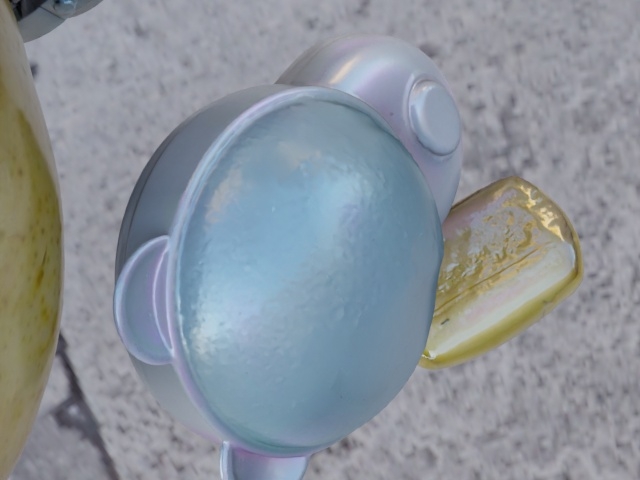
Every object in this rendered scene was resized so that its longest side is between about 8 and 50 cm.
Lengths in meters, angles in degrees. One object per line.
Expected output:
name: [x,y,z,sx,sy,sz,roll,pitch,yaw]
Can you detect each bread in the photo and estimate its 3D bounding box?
bread: [0.086,0.020,1.001,0.115,0.056,0.082,-36,70,2]

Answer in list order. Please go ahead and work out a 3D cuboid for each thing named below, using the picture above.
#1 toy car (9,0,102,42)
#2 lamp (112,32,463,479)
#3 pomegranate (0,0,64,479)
toy car: [-0.127,-0.206,0.912,0.301,0.193,0.118,-36,49,26]
lamp: [0.003,0.000,0.892,0.108,0.179,0.246,6,47,38]
pomegranate: [-0.314,-0.013,0.752,0.416,0.417,0.417,-7,55,10]
